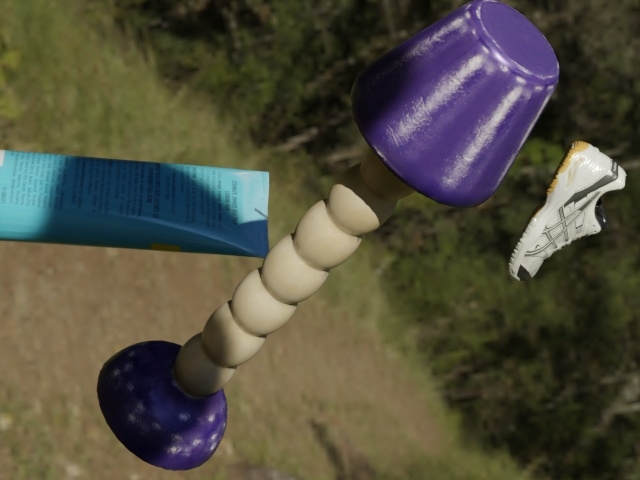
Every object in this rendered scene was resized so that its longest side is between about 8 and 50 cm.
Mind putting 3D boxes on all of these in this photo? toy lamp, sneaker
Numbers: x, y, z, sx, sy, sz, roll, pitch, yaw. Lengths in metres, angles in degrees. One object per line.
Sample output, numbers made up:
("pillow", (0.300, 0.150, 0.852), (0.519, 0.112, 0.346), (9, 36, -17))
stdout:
("toy lamp", (0.000, 0.000, 0.744), (0.080, 0.274, 0.080), (29, 37, -24))
("sneaker", (0.123, -0.008, 0.829), (0.083, 0.037, 0.032), (-63, 178, 31))

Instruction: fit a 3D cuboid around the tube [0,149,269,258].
("tube", (-0.131, -0.023, 0.934), (0.080, 0.207, 0.052), (-93, -171, -45))
